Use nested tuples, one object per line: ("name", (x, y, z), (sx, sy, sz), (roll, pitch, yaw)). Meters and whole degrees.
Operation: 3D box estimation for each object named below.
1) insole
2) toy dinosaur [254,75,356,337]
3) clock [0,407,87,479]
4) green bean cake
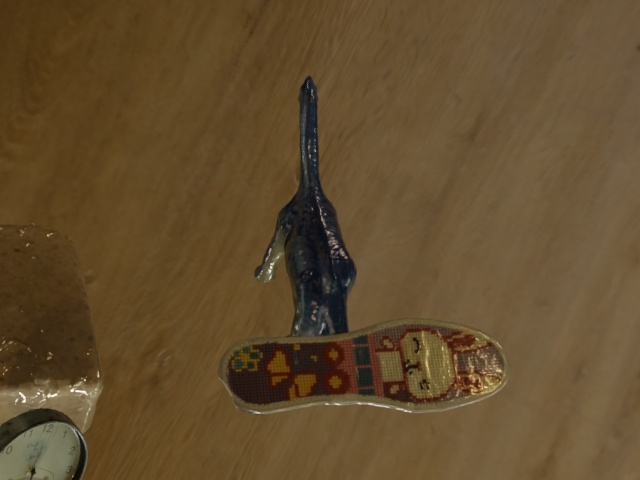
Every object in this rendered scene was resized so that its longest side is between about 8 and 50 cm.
("insole", (0.031, 0.083, 0.765), (0.197, 0.004, 0.065), (-1, 67, -11))
("toy dinosaur", (0.000, 0.000, 0.988), (0.075, 0.248, 0.188), (2, 127, -14))
("clock", (-0.194, 0.153, 0.778), (0.017, 0.085, 0.085), (29, 89, 38))
("green bean cake", (-0.245, 0.073, 0.944), (0.109, 0.085, 0.179), (0, 47, -22))
